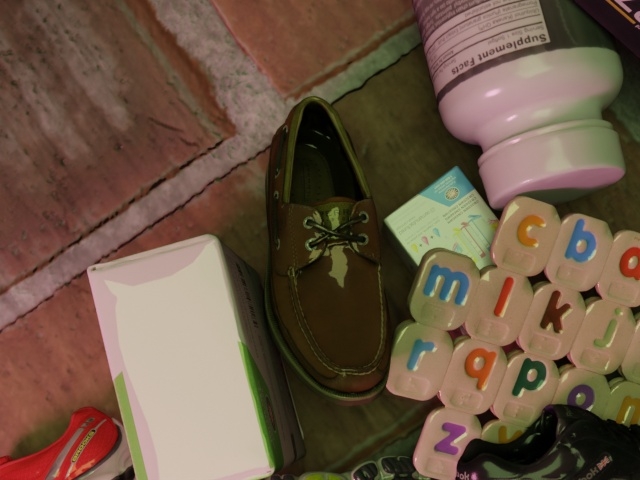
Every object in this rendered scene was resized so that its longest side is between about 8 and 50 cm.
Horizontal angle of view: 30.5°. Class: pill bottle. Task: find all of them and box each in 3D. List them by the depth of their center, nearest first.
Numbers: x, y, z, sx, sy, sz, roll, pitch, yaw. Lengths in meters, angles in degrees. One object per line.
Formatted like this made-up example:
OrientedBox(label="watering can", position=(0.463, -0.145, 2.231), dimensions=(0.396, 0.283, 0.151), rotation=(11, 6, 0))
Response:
OrientedBox(label="pill bottle", position=(0.186, -0.197, 1.123), dimensions=(0.176, 0.176, 0.319), rotation=(-12, 78, 0))

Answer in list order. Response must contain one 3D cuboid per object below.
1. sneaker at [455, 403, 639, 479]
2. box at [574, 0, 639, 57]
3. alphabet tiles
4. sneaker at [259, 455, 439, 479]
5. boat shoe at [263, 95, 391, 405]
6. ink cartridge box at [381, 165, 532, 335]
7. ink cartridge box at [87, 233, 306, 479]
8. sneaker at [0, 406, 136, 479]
OrientedBox(label="sneaker", position=(0.263, 0.203, 1.080), dimensions=(0.283, 0.107, 0.124), rotation=(-17, 100, -10))
OrientedBox(label="box", position=(0.294, -0.350, 1.076), dimensions=(0.395, 0.097, 0.318), rotation=(36, 60, -13))
OrientedBox(label="alphabet tiles", position=(0.203, 0.107, 1.105), dimensions=(0.284, 0.021, 0.278), rotation=(16, 98, -17))
OrientedBox(label="sneaker", position=(0.020, 0.265, 1.110), dimensions=(0.275, 0.110, 0.107), rotation=(5, 65, -16))
OrientedBox(label="boat shoe", position=(0.000, 0.000, 1.076), dimensions=(0.110, 0.104, 0.307), rotation=(-5, 52, -15))
OrientedBox(label="ink cartridge box", position=(0.138, 0.016, 1.146), dimensions=(0.092, 0.090, 0.143), rotation=(-36, 82, -3))
OrientedBox(label="ink cartridge box", position=(-0.100, 0.117, 1.048), dimensions=(0.114, 0.273, 0.198), rotation=(-15, 81, 2))
OrientedBox(label="sneaker", position=(-0.296, 0.271, 1.134), dimensions=(0.279, 0.107, 0.118), rotation=(-39, 64, -7))
